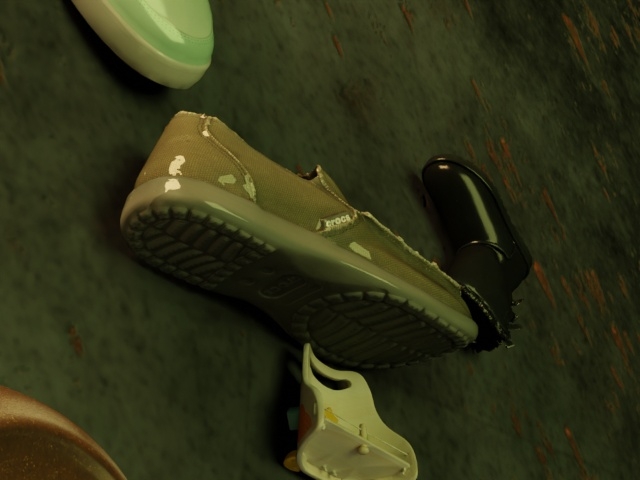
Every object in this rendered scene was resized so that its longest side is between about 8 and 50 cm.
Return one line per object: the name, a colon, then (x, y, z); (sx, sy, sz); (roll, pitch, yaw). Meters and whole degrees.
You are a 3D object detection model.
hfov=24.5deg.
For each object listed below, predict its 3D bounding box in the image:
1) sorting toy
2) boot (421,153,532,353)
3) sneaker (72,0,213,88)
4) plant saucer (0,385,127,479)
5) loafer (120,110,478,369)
sorting toy: (0.009, 0.097, 0.834); (0.083, 0.045, 0.075); (34, 36, -37)
boot: (0.100, 0.011, 1.014); (0.121, 0.045, 0.099); (54, 37, -18)
sneaker: (-0.081, -0.222, 0.815); (0.094, 0.151, 0.256); (-3, 72, -57)
plant saucer: (-0.125, 0.148, 0.615); (0.198, 0.036, 0.198); (32, 46, -40)
loafer: (0.000, 0.000, 0.832); (0.251, 0.094, 0.087); (31, 50, -40)
